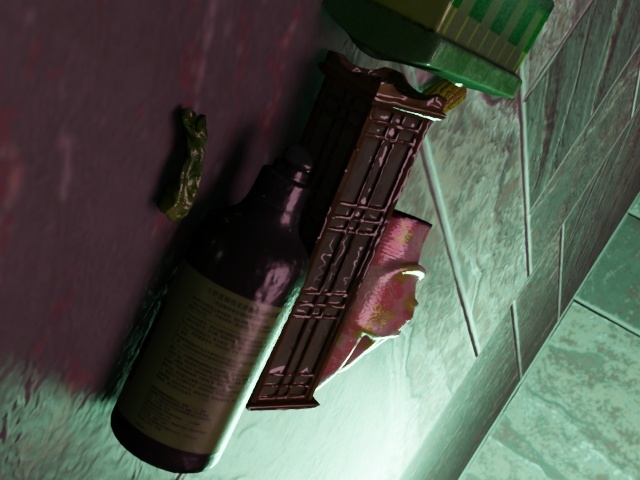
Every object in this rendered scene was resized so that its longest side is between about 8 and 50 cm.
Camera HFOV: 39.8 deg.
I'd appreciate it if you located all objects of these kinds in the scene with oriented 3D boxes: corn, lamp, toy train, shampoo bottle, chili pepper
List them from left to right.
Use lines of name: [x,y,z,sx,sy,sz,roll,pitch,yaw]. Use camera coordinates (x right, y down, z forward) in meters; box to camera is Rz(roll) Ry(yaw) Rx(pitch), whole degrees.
chili pepper: [-0.098,-0.054,0.656,0.034,0.030,0.091,1,118,-35]
shampoo bottle: [-0.076,0.050,0.733,0.101,0.101,0.284,3,115,-64]
lamp: [0.000,0.000,0.808,0.089,0.090,0.325,7,115,-39]
corn: [0.132,-0.158,0.987,0.092,0.037,0.037,-35,147,-40]
toy train: [0.137,-0.242,0.797,0.301,0.120,0.202,-5,126,-62]

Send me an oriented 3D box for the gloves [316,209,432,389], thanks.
gloves: [0.028,0.077,0.957,0.145,0.126,0.241,5,107,-67]
